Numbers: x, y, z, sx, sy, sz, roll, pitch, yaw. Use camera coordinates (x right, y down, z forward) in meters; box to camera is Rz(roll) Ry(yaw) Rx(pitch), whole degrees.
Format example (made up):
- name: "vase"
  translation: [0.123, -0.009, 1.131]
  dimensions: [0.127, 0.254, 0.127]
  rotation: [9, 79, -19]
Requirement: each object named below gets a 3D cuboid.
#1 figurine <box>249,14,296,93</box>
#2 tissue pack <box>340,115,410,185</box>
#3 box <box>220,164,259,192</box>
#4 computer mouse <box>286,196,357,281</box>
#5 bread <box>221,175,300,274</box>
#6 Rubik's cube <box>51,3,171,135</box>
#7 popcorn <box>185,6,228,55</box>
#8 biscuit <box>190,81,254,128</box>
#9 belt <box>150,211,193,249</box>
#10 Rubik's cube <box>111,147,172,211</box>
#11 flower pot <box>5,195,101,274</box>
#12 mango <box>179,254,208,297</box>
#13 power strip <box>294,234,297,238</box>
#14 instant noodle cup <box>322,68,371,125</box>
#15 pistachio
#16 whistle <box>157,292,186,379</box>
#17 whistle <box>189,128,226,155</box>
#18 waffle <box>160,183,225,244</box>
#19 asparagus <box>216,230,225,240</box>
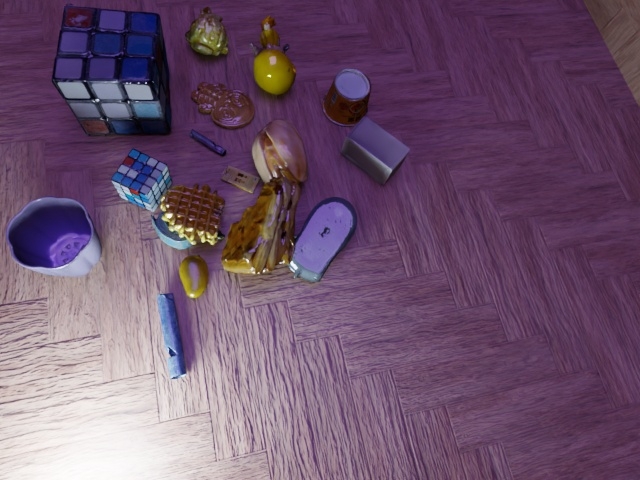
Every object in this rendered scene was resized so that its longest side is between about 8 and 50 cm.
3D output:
- name: "figurine"
  translation: [-0.209, -0.813, 2.007]
  dimensions: [0.187, 0.215, 0.343]
  rotation: [-18, 62, 18]
- name: "tissue pack"
  translation: [0.228, -0.380, 1.928]
  dimensions: [0.246, 0.159, 0.136]
  rotation: [39, 70, 6]
- name: "box"
  translation: [-0.333, -0.255, 1.869]
  dimensions: [0.149, 0.020, 0.073]
  rotation: [23, 69, 0]
- name: "computer mouse"
  translation: [0.000, 0.000, 1.770]
  dimensions: [0.188, 0.122, 0.371]
  rotation: [35, 75, 1]
- name: "bread"
  translation: [-0.199, -0.040, 1.655]
  dimensions: [0.192, 0.314, 0.369]
  rotation: [23, 78, -30]
- name: "Rubik's cube"
  translation: [-0.787, -0.652, 1.773]
  dimensions: [0.362, 0.363, 0.358]
  rotation: [-4, 72, -9]
- name: "popcorn"
  translation: [-0.506, -0.926, 2.015]
  dimensions: [0.167, 0.185, 0.187]
  rotation: [-22, 64, -34]
- name: "biscuit"
  translation: [-0.427, -0.601, 1.977]
  dimensions: [0.289, 0.044, 0.202]
  rotation: [34, 69, 3]
- name: "belt"
  translation: [-0.546, -0.043, 1.723]
  dimensions: [0.148, 0.082, 0.163]
  rotation: [-25, 69, -29]
- name: "Rubik's cube"
  translation: [-0.682, -0.229, 1.735]
  dimensions: [0.151, 0.155, 0.154]
  rotation: [26, 68, -1]
- name: "flower pot"
  translation: [-0.888, 0.009, 1.567]
  dimensions: [0.265, 0.243, 0.265]
  rotation: [2, 71, -5]
- name: "mango"
  translation: [-0.469, 0.134, 1.673]
  dimensions: [0.103, 0.076, 0.160]
  rotation: [-4, 74, -15]
- name: "power strip"
  translation: [-0.161, -0.105, 1.826]
  dimensions: [0.137, 0.044, 0.215]
  rotation: [-1, 70, -8]
- name: "instant noodle cup"
  translation: [0.126, -0.643, 2.004]
  dimensions: [0.216, 0.172, 0.215]
  rotation: [3, 70, -8]
- name: "pistachio"
  translation: [-0.161, -0.353, 1.837]
  dimensions: [0.230, 0.230, 0.308]
  rotation: [-19, 77, -15]
- name: "whistle"
  translation: [-0.527, 0.333, 1.596]
  dimensions: [0.062, 0.062, 0.304]
  rotation: [-12, 71, -13]
- name: "whistle"
  translation: [-0.475, -0.412, 1.900]
  dimensions: [0.177, 0.033, 0.033]
  rotation: [32, 68, 3]
- name: "waffle"
  translation: [-0.465, -0.113, 1.714]
  dimensions: [0.283, 0.065, 0.309]
  rotation: [-24, 66, -45]
- name: "asparagus"
  translation: [-0.440, -0.063, 1.775]
  dimensions: [0.036, 0.030, 0.165]
  rotation: [-43, 82, 4]
